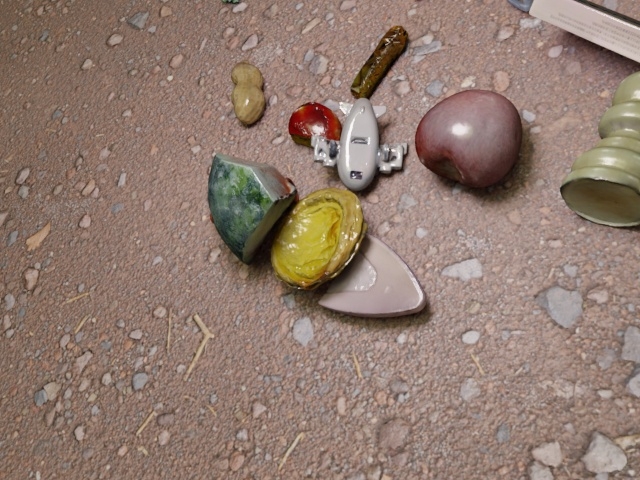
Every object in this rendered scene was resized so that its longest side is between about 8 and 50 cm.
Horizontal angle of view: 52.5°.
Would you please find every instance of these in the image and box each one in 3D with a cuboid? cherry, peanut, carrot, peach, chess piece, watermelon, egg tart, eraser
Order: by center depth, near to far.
[{"bbox_3d":[0.637,-0.209,1.334,0.182,0.182,0.330,18,70,30],"label":"chess piece"},{"bbox_3d":[0.340,-0.244,1.458,0.239,0.206,0.239,-18,58,31],"label":"cherry"},{"bbox_3d":[0.136,0.105,1.474,0.243,0.059,0.204,24,77,35],"label":"eraser"},{"bbox_3d":[0.000,0.000,1.549,0.279,0.095,0.278,-22,50,29],"label":"egg tart"},{"bbox_3d":[-0.172,-0.109,1.602,0.214,0.319,0.289,-20,57,-22],"label":"watermelon"},{"bbox_3d":[-0.013,-0.298,1.715,0.127,0.092,0.172,-41,54,-1],"label":"peach"},{"bbox_3d":[0.155,-0.474,1.738,0.069,0.069,0.228,30,83,33],"label":"carrot"},{"bbox_3d":[-0.213,-0.438,1.878,0.104,0.086,0.227,-22,57,27],"label":"peanut"}]

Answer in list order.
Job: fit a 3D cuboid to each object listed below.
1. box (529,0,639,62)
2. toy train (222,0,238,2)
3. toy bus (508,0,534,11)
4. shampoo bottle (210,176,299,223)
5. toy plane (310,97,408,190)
[{"bbox_3d":[0.654,-0.458,1.423,0.343,0.200,0.065,41,125,33],"label":"box"},{"bbox_3d":[-0.265,-0.852,2.111,0.176,0.074,0.118,-39,47,9],"label":"toy train"},{"bbox_3d":[0.602,-0.722,1.604,0.330,0.136,0.109,-39,54,2],"label":"toy bus"},{"bbox_3d":[-0.179,-0.094,1.703,0.244,0.085,0.085,-15,61,20],"label":"shampoo bottle"},{"bbox_3d":[0.097,-0.240,1.620,0.245,0.117,0.244,0,80,1],"label":"toy plane"}]
